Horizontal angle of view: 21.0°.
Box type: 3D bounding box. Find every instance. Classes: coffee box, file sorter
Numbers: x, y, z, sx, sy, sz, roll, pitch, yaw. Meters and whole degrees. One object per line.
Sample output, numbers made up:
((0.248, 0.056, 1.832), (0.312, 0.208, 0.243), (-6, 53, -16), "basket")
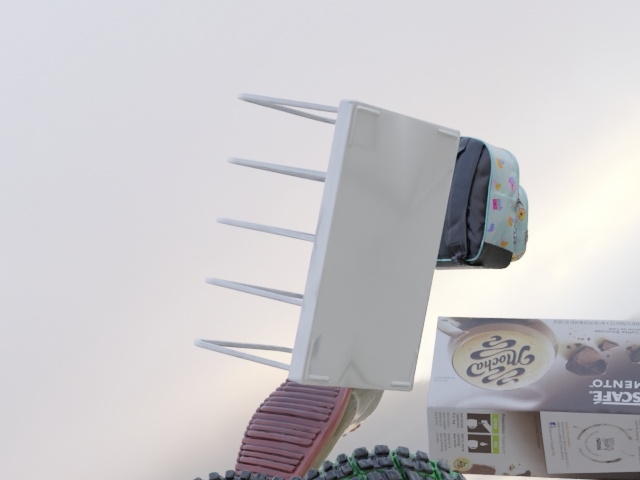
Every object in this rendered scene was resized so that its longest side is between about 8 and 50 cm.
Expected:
((0.282, 0.188, 2.061), (0.168, 0.297, 0.118), (-77, -15, -50), "coffee box")
((0.000, 0.000, 1.775), (0.173, 0.277, 0.193), (10, 0, 38), "file sorter")

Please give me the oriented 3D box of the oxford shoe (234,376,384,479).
((0.013, 0.217, 2.143), (0.348, 0.123, 0.130), (-57, -45, -24), "oxford shoe")

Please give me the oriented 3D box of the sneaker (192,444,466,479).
((0.012, 0.316, 1.856), (0.344, 0.134, 0.146), (-6, -49, 11), "sneaker")

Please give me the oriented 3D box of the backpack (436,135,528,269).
((0.212, -0.052, 2.465), (0.144, 0.188, 0.166), (7, -7, -43), "backpack")
